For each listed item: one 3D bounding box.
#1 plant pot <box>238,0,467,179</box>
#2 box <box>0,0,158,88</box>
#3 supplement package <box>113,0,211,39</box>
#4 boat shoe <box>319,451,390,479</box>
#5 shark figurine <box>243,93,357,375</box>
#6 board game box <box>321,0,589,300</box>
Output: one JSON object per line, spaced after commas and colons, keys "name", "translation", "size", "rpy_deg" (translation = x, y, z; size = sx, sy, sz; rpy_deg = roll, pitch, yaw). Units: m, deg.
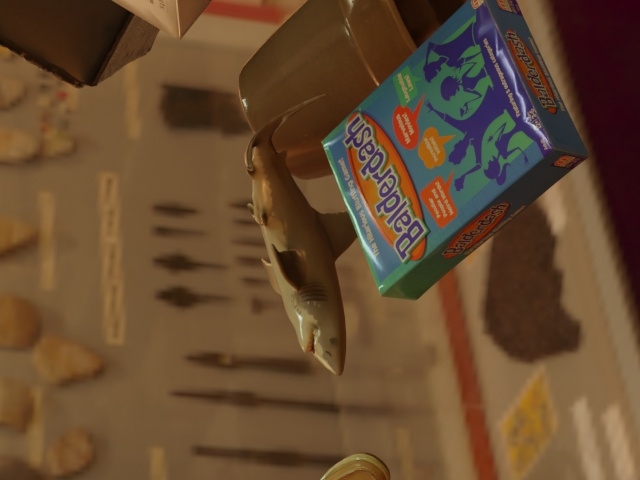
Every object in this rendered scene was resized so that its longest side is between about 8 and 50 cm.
{"name": "plant pot", "translation": [0.041, -0.183, 1.897], "size": [0.229, 0.263, 0.263], "rpy_deg": [-28, 50, 25]}
{"name": "box", "translation": [-0.249, -0.468, 2.063], "size": [0.480, 0.297, 0.472], "rpy_deg": [-60, 6, 10]}
{"name": "supplement package", "translation": [-0.177, -0.299, 1.419], "size": [0.139, 0.244, 0.134], "rpy_deg": [-53, -12, -20]}
{"name": "boat shoe", "translation": [0.002, 0.292, 1.777], "size": [0.190, 0.068, 0.072], "rpy_deg": [-54, -7, 31]}
{"name": "shark figurine", "translation": [-0.010, -0.027, 1.709], "size": [0.166, 0.116, 0.278], "rpy_deg": [-126, 19, -63]}
{"name": "board game box", "translation": [0.102, -0.074, 1.411], "size": [0.210, 0.047, 0.160], "rpy_deg": [-43, 55, 36]}
